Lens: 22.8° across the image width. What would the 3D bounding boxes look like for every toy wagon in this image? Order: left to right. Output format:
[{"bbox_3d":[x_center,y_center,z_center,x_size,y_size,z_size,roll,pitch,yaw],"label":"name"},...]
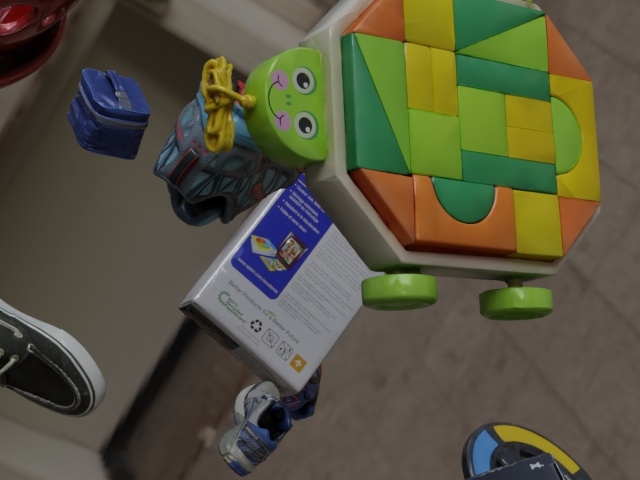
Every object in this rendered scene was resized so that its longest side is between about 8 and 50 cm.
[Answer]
[{"bbox_3d":[0.071,-0.081,1.175,0.068,0.344,0.267,-16,73,50],"label":"toy wagon"}]

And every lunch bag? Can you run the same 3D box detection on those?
[{"bbox_3d":[-0.216,-0.136,1.630,0.065,0.067,0.098,-65,33,25],"label":"lunch bag"}]

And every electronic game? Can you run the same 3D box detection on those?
[{"bbox_3d":[0.268,0.315,1.937,0.048,0.229,0.229,-51,25,30],"label":"electronic game"}]

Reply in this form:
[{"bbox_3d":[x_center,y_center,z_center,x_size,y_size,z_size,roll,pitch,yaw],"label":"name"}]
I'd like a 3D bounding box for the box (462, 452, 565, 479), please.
[{"bbox_3d":[0.204,0.328,1.459,0.108,0.207,0.153,-19,27,1],"label":"box"}]

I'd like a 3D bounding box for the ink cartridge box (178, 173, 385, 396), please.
[{"bbox_3d":[0.000,0.000,1.985,0.371,0.176,0.069,-53,12,-22],"label":"ink cartridge box"}]

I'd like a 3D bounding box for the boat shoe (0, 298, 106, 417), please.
[{"bbox_3d":[-0.296,0.097,1.427,0.078,0.219,0.070,-52,6,27],"label":"boat shoe"}]

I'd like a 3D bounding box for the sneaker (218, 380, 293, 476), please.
[{"bbox_3d":[-0.049,0.168,1.477,0.058,0.052,0.135,-34,16,21],"label":"sneaker"}]

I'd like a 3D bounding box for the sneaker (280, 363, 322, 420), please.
[{"bbox_3d":[-0.040,0.179,2.108,0.083,0.221,0.087,-11,67,14],"label":"sneaker"}]

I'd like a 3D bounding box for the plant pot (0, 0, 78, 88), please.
[{"bbox_3d":[-0.227,-0.203,0.997,0.174,0.191,0.191,129,157,-49],"label":"plant pot"}]

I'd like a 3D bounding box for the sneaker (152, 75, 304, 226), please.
[{"bbox_3d":[-0.086,-0.072,1.379,0.125,0.104,0.262,-50,-12,2],"label":"sneaker"}]
